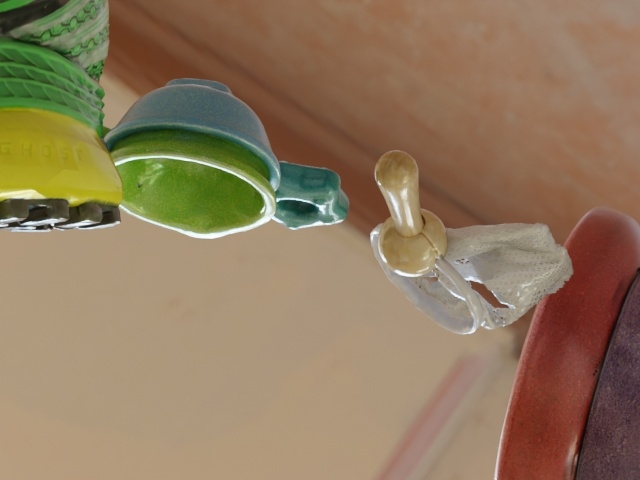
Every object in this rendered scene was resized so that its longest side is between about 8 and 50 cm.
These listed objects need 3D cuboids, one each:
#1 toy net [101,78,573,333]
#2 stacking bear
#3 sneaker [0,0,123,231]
[{"bbox_3d":[0.000,0.000,0.786,0.232,0.045,0.122,24,150,-32],"label":"toy net"},{"bbox_3d":[0.237,0.101,0.879,0.289,0.175,0.164,15,180,15],"label":"stacking bear"},{"bbox_3d":[-0.160,-0.076,0.479,0.134,0.146,0.343,-1,180,18],"label":"sneaker"}]
